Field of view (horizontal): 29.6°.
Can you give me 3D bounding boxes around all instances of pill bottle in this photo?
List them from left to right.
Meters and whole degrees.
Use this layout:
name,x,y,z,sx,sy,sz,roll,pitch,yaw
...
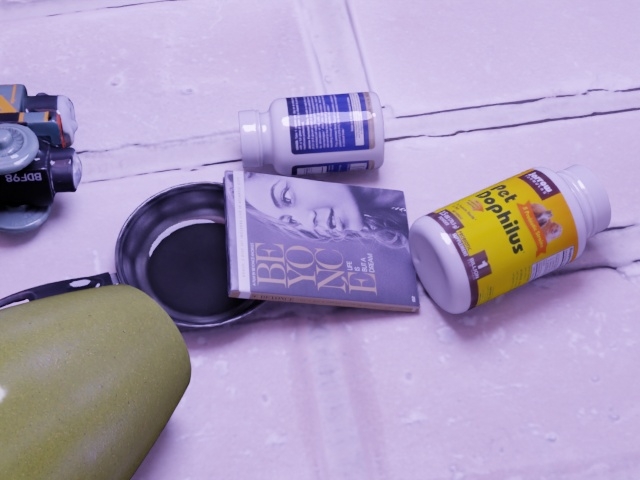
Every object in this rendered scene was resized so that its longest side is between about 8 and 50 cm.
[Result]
name,x,y,z,sx,sy,sz,roll,pitch,yaw
pill bottle,-0.012,-0.127,1.454,0.169,0.094,0.094,-4,56,-4
pill bottle,0.216,-0.009,1.364,0.215,0.117,0.117,-24,60,-16

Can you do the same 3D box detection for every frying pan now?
name,x,y,z,sx,sy,sz,roll,pitch,yaw
frying pan,-0.181,0.055,1.354,0.326,0.053,0.197,-38,65,-23

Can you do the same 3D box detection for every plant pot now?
name,x,y,z,sx,sy,sz,roll,pitch,yaw
plant pot,-0.274,0.172,1.177,0.274,0.275,0.293,36,47,21

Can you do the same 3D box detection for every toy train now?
name,x,y,z,sx,sy,sz,roll,pitch,yaw
toy train,-0.446,-0.106,1.415,0.333,0.142,0.190,-4,47,-4

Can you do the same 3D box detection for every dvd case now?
name,x,y,z,sx,sy,sz,roll,pitch,yaw
dvd case,0.000,0.000,1.380,0.221,0.018,0.165,5,55,-16
